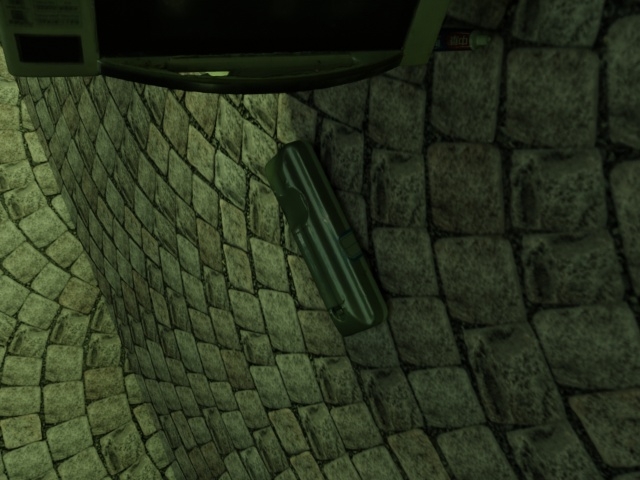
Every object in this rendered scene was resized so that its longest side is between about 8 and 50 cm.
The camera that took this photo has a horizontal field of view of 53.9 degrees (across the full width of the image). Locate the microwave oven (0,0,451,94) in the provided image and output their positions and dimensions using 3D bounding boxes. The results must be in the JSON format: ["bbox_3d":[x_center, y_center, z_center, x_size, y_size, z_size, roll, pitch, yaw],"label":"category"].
[{"bbox_3d":[-0.092,-0.326,0.573,0.247,0.394,0.333,103,153,-45],"label":"microwave oven"}]

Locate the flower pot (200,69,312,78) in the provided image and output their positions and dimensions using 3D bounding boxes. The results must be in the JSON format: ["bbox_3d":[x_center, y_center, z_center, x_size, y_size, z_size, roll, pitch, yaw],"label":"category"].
[{"bbox_3d":[-0.097,-0.353,0.908,0.209,0.189,0.240,7,115,52],"label":"flower pot"}]

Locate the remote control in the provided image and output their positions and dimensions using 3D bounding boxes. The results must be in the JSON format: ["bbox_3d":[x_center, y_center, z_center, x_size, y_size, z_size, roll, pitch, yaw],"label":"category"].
[{"bbox_3d":[0.000,0.000,1.068,0.128,0.065,0.336,-34,79,57],"label":"remote control"}]

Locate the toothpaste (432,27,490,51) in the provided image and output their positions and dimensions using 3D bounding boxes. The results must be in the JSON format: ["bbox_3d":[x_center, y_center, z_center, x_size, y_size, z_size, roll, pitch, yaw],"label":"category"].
[{"bbox_3d":[0.152,-0.246,0.776,0.140,0.021,0.037,22,119,50],"label":"toothpaste"}]
